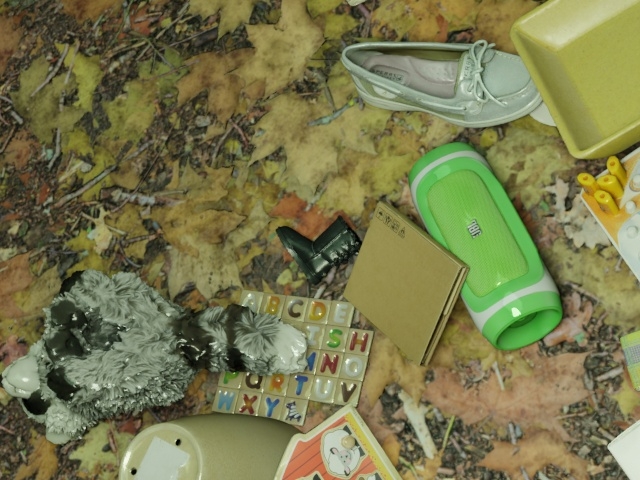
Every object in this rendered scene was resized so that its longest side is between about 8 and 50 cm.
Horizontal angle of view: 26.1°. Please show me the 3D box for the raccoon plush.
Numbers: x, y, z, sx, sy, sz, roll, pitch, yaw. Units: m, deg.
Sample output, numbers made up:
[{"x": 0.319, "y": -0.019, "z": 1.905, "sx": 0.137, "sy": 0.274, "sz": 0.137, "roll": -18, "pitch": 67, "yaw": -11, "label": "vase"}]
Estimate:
[{"x": -0.265, "y": 0.224, "z": 2.115, "sx": 0.446, "sy": 0.299, "sz": 0.216, "roll": 16, "pitch": 59, "yaw": -2, "label": "raccoon plush"}]

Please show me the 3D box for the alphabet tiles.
[{"x": -0.039, "y": 0.180, "z": 2.092, "sx": 0.237, "sy": 0.009, "sz": 0.198, "roll": 5, "pitch": 72, "yaw": 26, "label": "alphabet tiles"}]

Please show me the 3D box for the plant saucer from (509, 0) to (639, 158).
[{"x": 0.465, "y": -0.275, "z": 1.944, "sx": 0.333, "sy": 0.081, "sz": 0.332, "roll": -31, "pitch": 42, "yaw": 14, "label": "plant saucer"}]

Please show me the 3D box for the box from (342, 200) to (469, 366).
[{"x": 0.119, "y": 0.060, "z": 1.996, "sx": 0.201, "sy": 0.021, "sz": 0.164, "roll": 41, "pitch": 119, "yaw": 44, "label": "box"}]

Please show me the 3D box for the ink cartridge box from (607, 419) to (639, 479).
[{"x": 0.449, "y": 0.311, "z": 1.697, "sx": 0.092, "sy": 0.219, "sz": 0.160, "roll": -37, "pitch": 59, "yaw": 6, "label": "ink cartridge box"}]

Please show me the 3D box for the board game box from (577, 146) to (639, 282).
[{"x": 0.580, "y": -0.055, "z": 1.797, "sx": 0.390, "sy": 0.050, "sz": 0.390, "roll": -35, "pitch": 49, "yaw": 9, "label": "board game box"}]

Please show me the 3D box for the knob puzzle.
[{"x": 0.018, "y": 0.345, "z": 1.886, "sx": 0.030, "sy": 0.213, "sz": 0.213, "roll": -15, "pitch": 54, "yaw": 66, "label": "knob puzzle"}]

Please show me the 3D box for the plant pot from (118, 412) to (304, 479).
[{"x": -0.157, "y": 0.343, "z": 1.921, "sx": 0.256, "sy": 0.274, "sz": 0.256, "roll": -9, "pitch": 67, "yaw": 22, "label": "plant pot"}]

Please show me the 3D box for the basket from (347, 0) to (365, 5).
[{"x": 0.088, "y": -0.468, "z": 2.241, "sx": 0.167, "sy": 0.113, "sz": 0.103, "roll": -22, "pitch": 66, "yaw": 14, "label": "basket"}]

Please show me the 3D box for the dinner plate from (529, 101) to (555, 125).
[{"x": 0.367, "y": -0.238, "z": 2.077, "sx": 0.141, "sy": 0.017, "sz": 0.141, "roll": -10, "pitch": 66, "yaw": 22, "label": "dinner plate"}]

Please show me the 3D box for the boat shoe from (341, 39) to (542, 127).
[{"x": 0.187, "y": -0.251, "z": 2.111, "sx": 0.320, "sy": 0.103, "sz": 0.118, "roll": 11, "pitch": 75, "yaw": 28, "label": "boat shoe"}]

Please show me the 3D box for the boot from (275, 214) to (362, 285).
[{"x": 0.000, "y": 0.000, "z": 2.127, "sx": 0.099, "sy": 0.045, "sz": 0.121, "roll": -40, "pitch": 66, "yaw": 7, "label": "boot"}]

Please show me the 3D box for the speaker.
[{"x": 0.233, "y": 0.006, "z": 1.975, "sx": 0.131, "sy": 0.131, "sz": 0.296, "roll": -31, "pitch": 60, "yaw": 10, "label": "speaker"}]

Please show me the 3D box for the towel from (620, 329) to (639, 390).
[{"x": 0.446, "y": 0.161, "z": 1.883, "sx": 0.060, "sy": 0.009, "sz": 0.083, "roll": -21, "pitch": 62, "yaw": 16, "label": "towel"}]
